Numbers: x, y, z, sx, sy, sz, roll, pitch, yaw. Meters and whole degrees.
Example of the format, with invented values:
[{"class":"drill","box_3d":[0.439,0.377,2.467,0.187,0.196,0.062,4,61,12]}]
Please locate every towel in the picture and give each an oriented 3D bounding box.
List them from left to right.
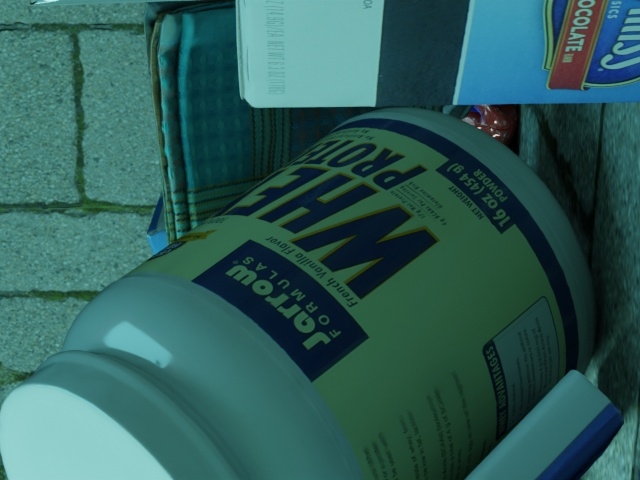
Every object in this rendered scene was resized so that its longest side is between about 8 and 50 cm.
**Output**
[{"class":"towel","box_3d":[0.000,0.000,1.326,0.040,0.271,0.370,8,106,46]}]

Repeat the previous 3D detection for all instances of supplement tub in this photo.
[{"class":"supplement tub","box_3d":[-0.010,0.086,1.140,0.325,0.235,0.235,-37,-35,-35]}]

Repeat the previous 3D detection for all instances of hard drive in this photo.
[{"class":"hard drive","box_3d":[0.043,0.212,1.056,0.040,0.318,0.210,44,175,12]}]

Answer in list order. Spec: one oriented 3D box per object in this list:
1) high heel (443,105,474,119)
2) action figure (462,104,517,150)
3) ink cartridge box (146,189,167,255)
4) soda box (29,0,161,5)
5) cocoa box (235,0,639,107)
[{"class":"high heel","box_3d":[0.129,-0.239,1.421,0.186,0.093,0.261,128,145,-69]},{"class":"action figure","box_3d":[0.094,-0.155,1.555,0.091,0.139,0.280,92,175,-59]},{"class":"ink cartridge box","box_3d":[0.007,0.114,1.601,0.285,0.166,0.395,-96,-16,-78]},{"class":"soda box","box_3d":[-0.087,-0.238,0.875,0.098,0.091,0.286,89,180,-46]},{"class":"cocoa box","box_3d":[0.074,-0.261,0.841,0.231,0.228,0.347,92,177,-65]}]
